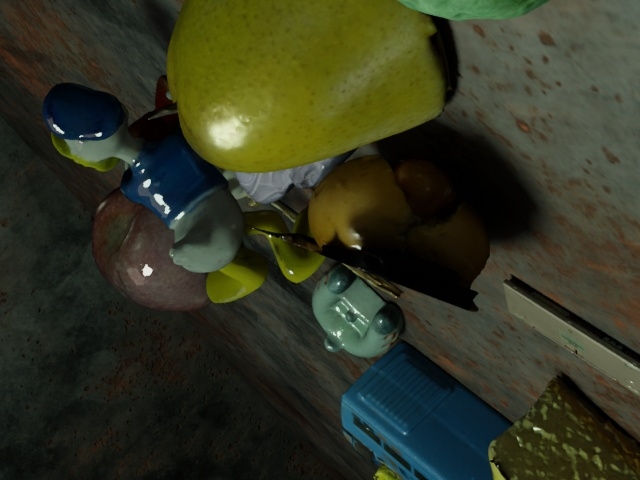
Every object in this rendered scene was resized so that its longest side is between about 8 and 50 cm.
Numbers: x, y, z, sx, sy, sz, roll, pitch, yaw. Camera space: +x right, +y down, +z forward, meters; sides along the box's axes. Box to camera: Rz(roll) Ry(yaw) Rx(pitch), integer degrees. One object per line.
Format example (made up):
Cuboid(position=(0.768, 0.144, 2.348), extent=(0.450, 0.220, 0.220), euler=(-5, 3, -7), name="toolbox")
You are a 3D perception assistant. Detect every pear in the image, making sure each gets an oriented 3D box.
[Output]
Cuboid(position=(-0.035, -0.130, 0.892), extent=(0.267, 0.178, 0.267), euler=(38, 168, 10), name="pear")

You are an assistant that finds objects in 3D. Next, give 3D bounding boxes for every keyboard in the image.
Cuboid(position=(0.238, 0.089, 1.082), extent=(0.166, 0.017, 0.055), euler=(35, 159, 36), name="keyboard")

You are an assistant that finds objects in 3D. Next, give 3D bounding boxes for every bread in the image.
Cuboid(position=(0.259, 0.235, 1.204), extent=(0.152, 0.147, 0.127), euler=(26, 146, 37), name="bread")

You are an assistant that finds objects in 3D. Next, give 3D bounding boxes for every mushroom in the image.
Cuboid(position=(-0.003, -0.002, 1.510), extent=(0.286, 0.026, 0.028), euler=(33, 179, 34), name="mushroom")

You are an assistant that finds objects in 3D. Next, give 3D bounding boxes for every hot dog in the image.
Cuboid(position=(0.052, -0.024, 1.049), extent=(0.194, 0.107, 0.326), euler=(21, 179, -24), name="hot dog")

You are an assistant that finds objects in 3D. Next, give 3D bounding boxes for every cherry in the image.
Cuboid(position=(-0.246, 0.009, 1.910), extent=(0.239, 0.206, 0.239), euler=(16, -172, -2), name="cherry")

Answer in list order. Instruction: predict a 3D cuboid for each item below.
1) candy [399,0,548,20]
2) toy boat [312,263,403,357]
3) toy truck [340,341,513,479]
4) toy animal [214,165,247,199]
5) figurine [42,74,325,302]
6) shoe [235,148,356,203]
Cuboid(position=(0.197, -0.101, 0.510), extent=(0.440, 0.119, 0.119), euler=(28, 161, 25), name="candy")
Cuboid(position=(0.041, 0.106, 1.588), extent=(0.134, 0.079, 0.208), euler=(41, 165, 4), name="toy boat")
Cuboid(position=(0.199, 0.310, 1.566), extent=(0.385, 0.161, 0.162), euler=(38, 156, 30), name="toy truck")
Cuboid(position=(-0.133, -0.081, 1.547), extent=(0.071, 0.085, 0.124), euler=(64, 158, -7), name="toy animal")
Cuboid(position=(-0.172, -0.102, 1.332), extent=(0.338, 0.204, 0.283), euler=(33, -152, -43), name="figurine")
Cuboid(position=(-0.053, -0.118, 1.168), extent=(0.137, 0.095, 0.245), euler=(51, 162, -11), name="shoe")
